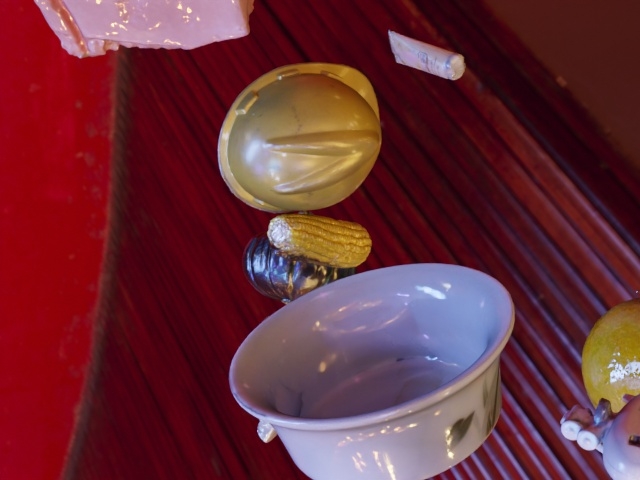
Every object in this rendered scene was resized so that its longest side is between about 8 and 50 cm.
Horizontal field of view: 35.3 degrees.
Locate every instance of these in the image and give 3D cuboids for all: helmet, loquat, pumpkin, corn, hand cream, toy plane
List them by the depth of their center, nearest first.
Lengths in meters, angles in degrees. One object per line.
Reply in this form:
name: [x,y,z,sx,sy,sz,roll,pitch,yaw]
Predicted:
helmet: [0.003,-0.125,1.327,0.257,0.140,0.205,-20,116,-23]
toy plane: [0.448,0.275,1.368,0.245,0.245,0.117,-8,114,-34]
corn: [0.000,0.000,1.426,0.072,0.072,0.203,-47,150,21]
hand cream: [0.157,-0.278,1.520,0.039,0.143,0.061,-44,134,-20]
pumpkin: [-0.035,0.045,1.686,0.194,0.194,0.150,87,26,-54]
loquat: [0.598,0.209,1.733,0.275,0.275,0.275,-23,146,-16]

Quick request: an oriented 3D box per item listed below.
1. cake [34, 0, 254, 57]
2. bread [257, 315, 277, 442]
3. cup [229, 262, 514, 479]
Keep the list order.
cake: [-0.235,-0.440,1.386,0.314,0.306,0.293,-9,135,12]
bread: [-0.070,0.198,1.447,0.152,0.105,0.077,-57,168,12]
cup: [0.079,0.179,1.215,0.347,0.347,0.163,-24,113,-13]
